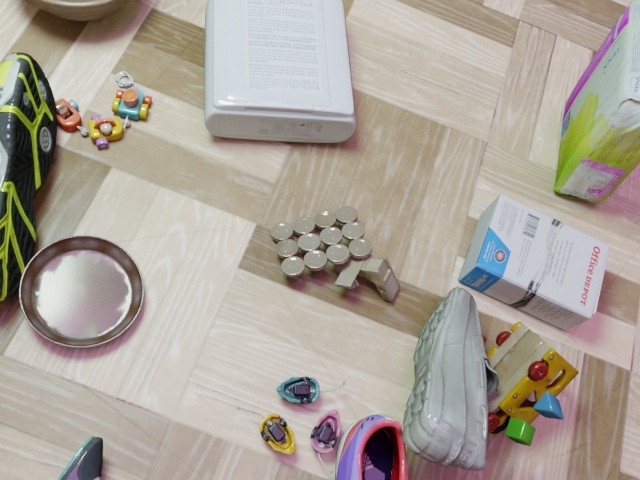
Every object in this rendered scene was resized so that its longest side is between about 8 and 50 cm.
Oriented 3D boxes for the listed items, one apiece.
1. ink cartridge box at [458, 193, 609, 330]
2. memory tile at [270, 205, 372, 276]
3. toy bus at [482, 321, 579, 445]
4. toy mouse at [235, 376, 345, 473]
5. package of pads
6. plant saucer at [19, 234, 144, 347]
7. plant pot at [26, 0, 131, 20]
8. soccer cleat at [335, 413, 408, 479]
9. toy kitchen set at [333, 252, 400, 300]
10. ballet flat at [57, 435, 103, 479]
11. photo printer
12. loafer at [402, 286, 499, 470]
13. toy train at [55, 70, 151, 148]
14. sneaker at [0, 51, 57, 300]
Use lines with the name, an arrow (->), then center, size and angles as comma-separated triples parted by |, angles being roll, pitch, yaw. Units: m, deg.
ink cartridge box -> 0.354, 0.038, 1.099 | 0.203, 0.086, 0.148 | 26, 64, -1
memory tile -> 0.000, 0.000, 1.055 | 0.148, 0.012, 0.113 | -15, 51, -8
toy bus -> 0.283, 0.226, 0.985 | 0.104, 0.202, 0.190 | 38, 52, -28
toy mouse -> -0.017, 0.250, 0.953 | 0.161, 0.031, 0.143 | 45, 65, 9
package of pads -> 0.500, -0.221, 1.130 | 0.101, 0.296, 0.229 | 15, 64, 4
plant saucer -> -0.342, 0.075, 0.956 | 0.169, 0.029, 0.168 | 8, 67, -18
plant pot -> -0.416, -0.460, 1.147 | 0.238, 0.109, 0.237 | 4, 65, -9
soccer cleat -> 0.060, 0.386, 0.861 | 0.109, 0.116, 0.318 | 12, 64, -7
toy kitchen set -> 0.066, 0.069, 1.055 | 0.083, 0.075, 0.068 | 7, 52, 36
ballet flat -> -0.321, 0.346, 0.825 | 0.074, 0.074, 0.203 | 34, 70, 4
photo printer -> -0.074, -0.324, 1.159 | 0.256, 0.107, 0.307 | 1, 65, -12
loafer -> 0.195, 0.188, 0.945 | 0.112, 0.112, 0.319 | 27, 39, -2
toy train -> -0.361, -0.223, 1.086 | 0.166, 0.046, 0.125 | -39, 79, -24
sneaker -> -0.484, -0.107, 0.946 | 0.147, 0.145, 0.384 | 2, 67, 5
